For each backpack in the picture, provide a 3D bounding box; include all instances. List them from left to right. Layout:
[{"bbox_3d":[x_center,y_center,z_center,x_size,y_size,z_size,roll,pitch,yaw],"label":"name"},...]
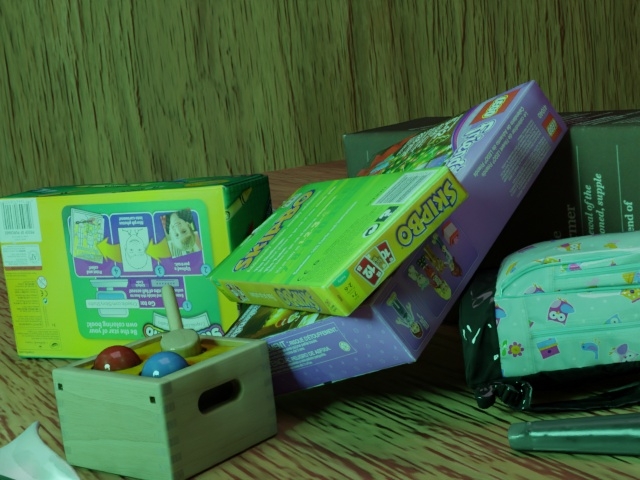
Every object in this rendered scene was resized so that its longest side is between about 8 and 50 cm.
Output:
[{"bbox_3d":[0.196,0.052,0.853,0.182,0.115,0.152,-9,10,12],"label":"backpack"}]

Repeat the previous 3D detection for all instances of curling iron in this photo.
[{"bbox_3d":[0.240,0.116,0.685,0.274,0.035,0.068,-1,11,32],"label":"curling iron"}]

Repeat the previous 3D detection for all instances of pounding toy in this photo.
[{"bbox_3d":[-0.109,0.098,0.848,0.130,0.100,0.141,1,12,38],"label":"pounding toy"}]

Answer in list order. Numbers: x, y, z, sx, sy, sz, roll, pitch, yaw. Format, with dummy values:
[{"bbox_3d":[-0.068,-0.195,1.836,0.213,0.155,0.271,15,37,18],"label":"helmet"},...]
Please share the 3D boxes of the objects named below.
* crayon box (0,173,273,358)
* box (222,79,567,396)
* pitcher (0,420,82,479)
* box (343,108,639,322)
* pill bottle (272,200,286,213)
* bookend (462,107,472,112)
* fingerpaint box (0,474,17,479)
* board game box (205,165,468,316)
[{"bbox_3d":[-0.178,0.028,1.134,0.279,0.165,0.081,-1,10,28],"label":"crayon box"},{"bbox_3d":[0.057,0.000,0.938,0.201,0.057,0.293,-22,22,47],"label":"box"},{"bbox_3d":[-0.190,0.148,0.502,0.207,0.125,0.178,-10,5,-34],"label":"pitcher"},{"bbox_3d":[0.204,-0.022,1.084,0.143,0.191,0.381,-14,11,-40],"label":"box"},{"bbox_3d":[-0.110,0.015,1.304,0.221,0.121,0.121,-8,9,-7],"label":"pill bottle"},{"bbox_3d":[0.309,-0.132,1.804,0.156,0.157,0.072,-4,10,22],"label":"bookend"},{"bbox_3d":[-0.344,0.121,0.250,0.445,0.163,0.371,16,14,11],"label":"fingerpaint box"},{"bbox_3d":[0.000,0.000,0.887,0.124,0.039,0.259,-44,18,-17],"label":"board game box"}]
